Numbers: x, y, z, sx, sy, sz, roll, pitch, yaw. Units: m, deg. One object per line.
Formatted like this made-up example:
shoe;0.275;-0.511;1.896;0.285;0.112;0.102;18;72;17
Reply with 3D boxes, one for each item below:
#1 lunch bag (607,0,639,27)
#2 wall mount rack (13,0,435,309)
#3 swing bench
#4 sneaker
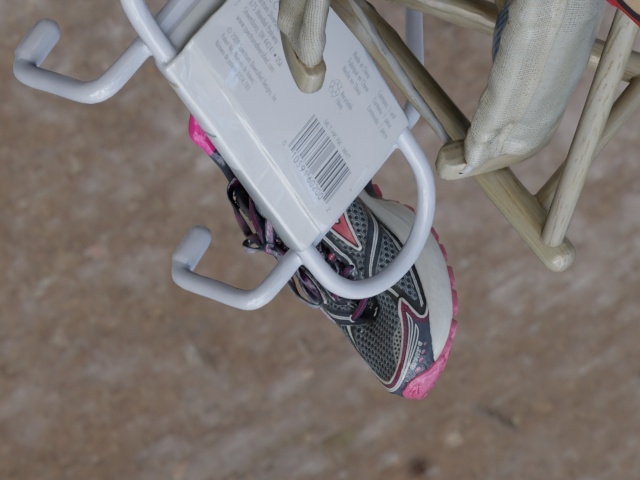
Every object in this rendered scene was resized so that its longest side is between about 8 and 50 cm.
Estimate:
lunch bag;0.162;-0.185;0.699;0.120;0.293;0.258;-36;159;-24
wall mount rack;-0.026;-0.139;1.241;0.304;0.130;0.350;-52;135;-19
swing bench;0.084;-0.163;1.006;0.165;0.254;0.253;-47;164;-26
sneaker;0.000;0.000;1.522;0.112;0.299;0.121;-11;146;-36
